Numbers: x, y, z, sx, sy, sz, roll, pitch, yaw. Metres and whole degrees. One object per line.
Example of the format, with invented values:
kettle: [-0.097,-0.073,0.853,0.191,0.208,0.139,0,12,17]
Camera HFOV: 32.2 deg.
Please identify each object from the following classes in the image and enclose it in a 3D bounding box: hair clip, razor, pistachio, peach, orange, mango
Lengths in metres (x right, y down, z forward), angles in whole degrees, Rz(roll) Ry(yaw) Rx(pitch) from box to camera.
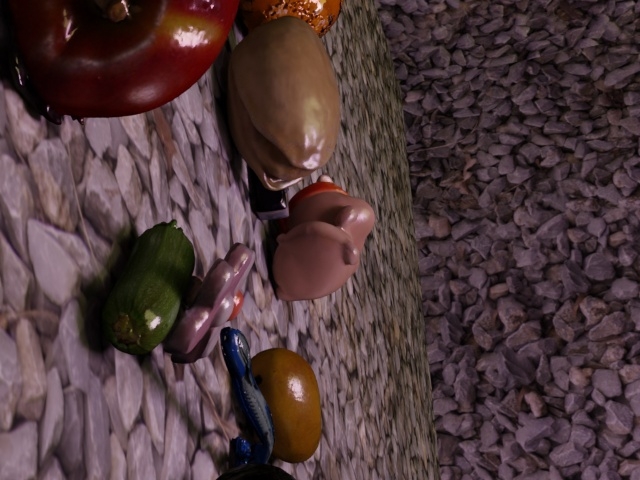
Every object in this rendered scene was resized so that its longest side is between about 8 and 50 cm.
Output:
hair clip: [-0.119,0.065,1.194,0.075,0.146,0.257,35,-4,-5]
razor: [-0.080,0.194,1.245,0.324,0.056,0.093,91,-3,-51]
pistachio: [-0.055,-0.218,1.656,0.181,0.162,0.293,16,51,-31]
peach: [-0.166,-0.266,1.067,0.362,0.201,0.258,-72,149,-68]
orange: [-0.061,-0.435,1.836,0.234,0.182,0.235,-7,90,-66]
mango: [-0.046,0.231,1.502,0.227,0.099,0.136,79,1,-55]

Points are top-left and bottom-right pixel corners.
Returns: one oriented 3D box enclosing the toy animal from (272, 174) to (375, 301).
toy animal: [0.000,0.000,1.779,0.198,0.171,0.171,-77,155,-57]

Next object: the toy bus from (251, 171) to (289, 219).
toy bus: [-0.080,-0.114,1.736,0.072,0.057,0.172,77,7,-67]

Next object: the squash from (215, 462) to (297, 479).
squash: [-0.061,0.335,1.176,0.193,0.156,0.193,59,4,-7]

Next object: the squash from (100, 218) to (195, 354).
squash: [-0.169,0.047,1.105,0.219,0.068,0.077,-81,160,-61]
